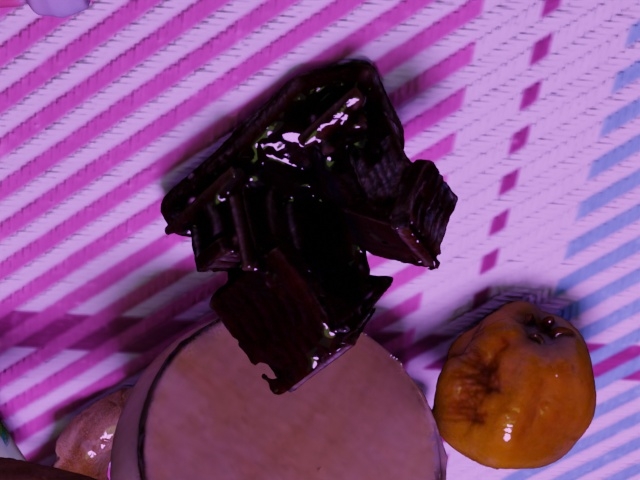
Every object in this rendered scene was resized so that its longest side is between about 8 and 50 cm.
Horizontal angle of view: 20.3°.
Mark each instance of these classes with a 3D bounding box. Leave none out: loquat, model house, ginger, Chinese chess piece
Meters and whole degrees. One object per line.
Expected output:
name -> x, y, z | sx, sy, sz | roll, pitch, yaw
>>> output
loquat -> 0.154, 0.115, 1.407 | 0.137, 0.113, 0.137 | 1, 112, 3
model house -> -0.004, -0.007, 1.247 | 0.141, 0.164, 0.203 | 23, 127, -29
ginger -> -0.203, 0.206, 1.508 | 0.089, 0.075, 0.288 | 33, 129, -19
Chinese chess piece -> -0.032, 0.176, 1.356 | 0.257, 0.257, 0.104 | 11, 152, -12

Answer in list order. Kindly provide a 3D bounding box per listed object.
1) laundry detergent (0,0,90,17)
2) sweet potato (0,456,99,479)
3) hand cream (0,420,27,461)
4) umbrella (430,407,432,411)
laundry detergent -> -0.313, -0.175, 1.118 | 0.335, 0.088, 0.159 | -3, 147, 2
sweet potato -> -0.326, 0.206, 1.315 | 0.337, 0.131, 0.131 | -12, 134, -3
hand cream -> -0.296, 0.140, 1.452 | 0.095, 0.046, 0.175 | 11, 145, 33
umbrella -> 0.064, 0.259, 1.567 | 0.067, 0.073, 0.337 | -13, 135, -17
